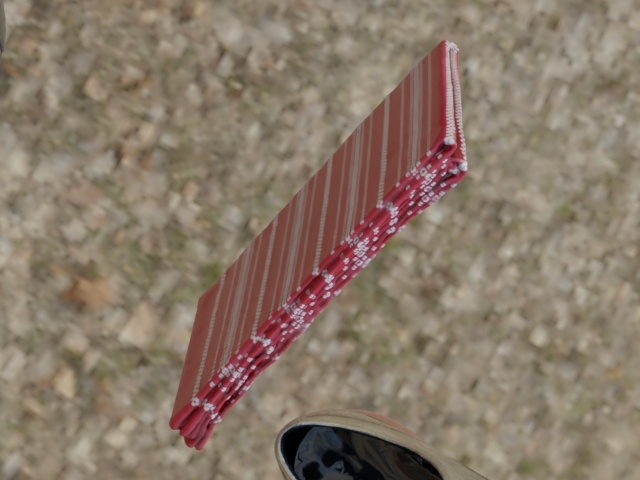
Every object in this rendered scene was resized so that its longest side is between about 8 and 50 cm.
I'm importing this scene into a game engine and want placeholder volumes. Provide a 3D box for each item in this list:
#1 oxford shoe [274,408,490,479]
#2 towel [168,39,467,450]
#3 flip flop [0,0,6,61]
[{"bbox_3d":[0.112,0.222,1.234,0.123,0.348,0.130,-64,159,-3],"label":"oxford shoe"},{"bbox_3d":[0.000,0.000,1.210,0.031,0.199,0.275,38,111,-14],"label":"towel"},{"bbox_3d":[-0.162,-0.051,0.439,0.277,0.080,0.112,-51,138,-52],"label":"flip flop"}]
